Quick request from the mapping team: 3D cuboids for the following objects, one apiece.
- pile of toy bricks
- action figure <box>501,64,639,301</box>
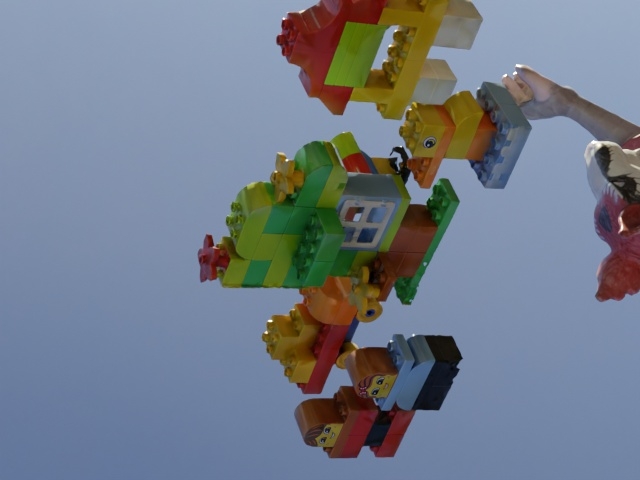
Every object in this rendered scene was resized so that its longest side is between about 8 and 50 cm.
[{"bbox_3d":[0.000,0.000,0.639,0.105,0.212,0.118,2,-140,-24],"label":"pile of toy bricks"},{"bbox_3d":[0.282,-0.064,0.846,0.370,0.248,0.276,-40,-86,-23],"label":"action figure"}]
